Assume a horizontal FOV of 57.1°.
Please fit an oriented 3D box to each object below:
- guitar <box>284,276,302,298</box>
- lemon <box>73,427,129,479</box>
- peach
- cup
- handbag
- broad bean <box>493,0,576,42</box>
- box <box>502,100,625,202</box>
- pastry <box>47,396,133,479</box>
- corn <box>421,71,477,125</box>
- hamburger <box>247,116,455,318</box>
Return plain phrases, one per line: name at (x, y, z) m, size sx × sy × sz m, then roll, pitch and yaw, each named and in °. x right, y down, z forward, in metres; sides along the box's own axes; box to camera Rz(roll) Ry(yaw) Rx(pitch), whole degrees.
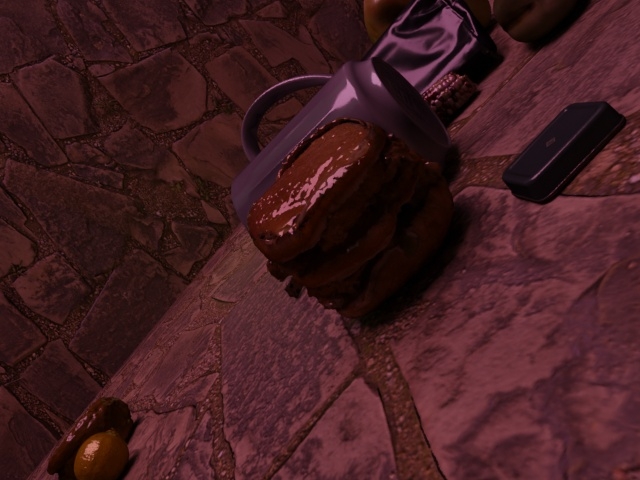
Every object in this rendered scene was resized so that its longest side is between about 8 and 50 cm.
guitar at (-0.001, 0.001, 1.190) m, size 0.271 × 0.084 × 0.038 m, roll -61°, pitch 9°, yaw -20°
lemon at (-0.469, 0.471, 1.265) m, size 0.109 × 0.109 × 0.133 m, roll -34°, pitch 36°, yaw 50°
peach at (0.269, -0.587, 1.538) m, size 0.281 × 0.314 × 0.315 m, roll -60°, pitch 1°, yaw 30°
cup at (0.015, -0.161, 1.019) m, size 0.327 × 0.322 × 0.237 m, roll -42°, pitch -16°, yaw 26°
handbag at (0.245, -0.377, 1.310) m, size 0.302 × 0.275 × 0.178 m, roll -45°, pitch -32°, yaw 25°
broad bean at (0.411, -0.446, 1.051) m, size 0.263 × 0.121 × 0.189 m, roll -38°, pitch 0°, yaw -30°
box at (0.260, -0.099, 0.642) m, size 0.126 × 0.031 × 0.091 m, roll -46°, pitch 12°, yaw 5°
pastry at (-0.589, 0.511, 1.508) m, size 0.240 × 0.132 × 0.235 m, roll -48°, pitch 13°, yaw -1°
corn at (0.186, -0.232, 1.181) m, size 0.280 × 0.092 × 0.092 m, roll -43°, pitch 13°, yaw 19°
hamburger at (0.051, -0.040, 0.770) m, size 0.245 × 0.211 × 0.260 m, roll -31°, pitch 23°, yaw 42°
